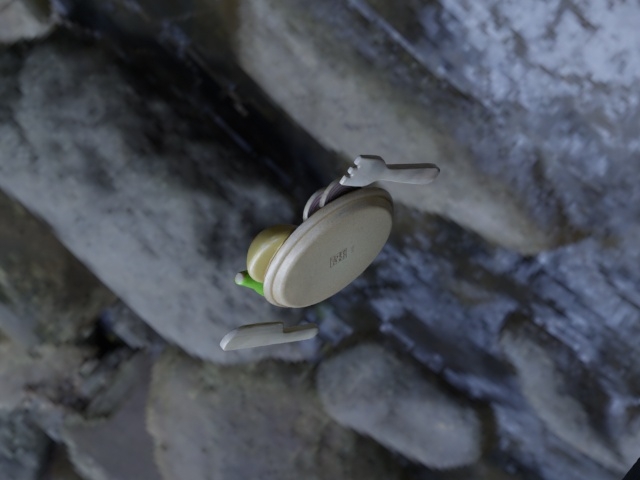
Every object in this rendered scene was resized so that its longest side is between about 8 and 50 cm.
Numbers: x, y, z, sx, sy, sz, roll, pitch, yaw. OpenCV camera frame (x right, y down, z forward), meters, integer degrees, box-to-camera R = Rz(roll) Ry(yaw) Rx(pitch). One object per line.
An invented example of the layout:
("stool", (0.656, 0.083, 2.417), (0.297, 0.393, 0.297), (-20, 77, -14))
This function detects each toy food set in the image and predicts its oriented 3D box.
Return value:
("toy food set", (0.000, 0.000, 1.158), (0.038, 0.132, 0.192), (49, 116, 25))

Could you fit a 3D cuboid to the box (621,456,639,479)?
("box", (0.298, 0.241, 0.884), (0.261, 0.103, 0.184), (38, -175, -16))
